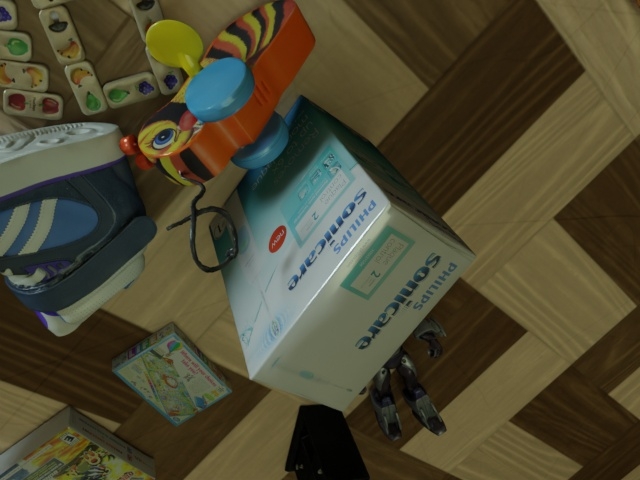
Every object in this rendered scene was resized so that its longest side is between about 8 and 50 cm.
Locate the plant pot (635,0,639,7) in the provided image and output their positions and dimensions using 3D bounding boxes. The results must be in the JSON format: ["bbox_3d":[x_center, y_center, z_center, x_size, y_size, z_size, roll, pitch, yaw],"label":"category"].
[{"bbox_3d":[0.538,-0.347,0.682,0.291,0.291,0.203,24,93,-30],"label":"plant pot"}]

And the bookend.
[{"bbox_3d":[0.006,0.383,1.010,0.072,0.156,0.157,1,121,-20],"label":"bookend"}]

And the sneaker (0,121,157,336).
[{"bbox_3d":[-0.325,0.023,0.627,0.323,0.130,0.236,-25,125,-39],"label":"sneaker"}]

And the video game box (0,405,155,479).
[{"bbox_3d":[-0.391,0.364,0.925,0.205,0.048,0.187,-36,128,5],"label":"video game box"}]

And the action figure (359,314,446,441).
[{"bbox_3d":[0.115,0.198,0.970,0.185,0.099,0.285,-21,123,0],"label":"action figure"}]

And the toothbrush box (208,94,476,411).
[{"bbox_3d":[0.000,0.000,0.680,0.126,0.295,0.216,28,109,-32],"label":"toothbrush box"}]

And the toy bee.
[{"bbox_3d":[-0.126,-0.127,0.620,0.162,0.298,0.195,4,129,29],"label":"toy bee"}]

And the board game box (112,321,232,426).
[{"bbox_3d":[-0.214,0.199,0.895,0.103,0.026,0.154,-31,126,2],"label":"board game box"}]

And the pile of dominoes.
[{"bbox_3d":[-0.261,-0.234,0.596,0.196,0.040,0.251,-19,125,-8],"label":"pile of dominoes"}]
